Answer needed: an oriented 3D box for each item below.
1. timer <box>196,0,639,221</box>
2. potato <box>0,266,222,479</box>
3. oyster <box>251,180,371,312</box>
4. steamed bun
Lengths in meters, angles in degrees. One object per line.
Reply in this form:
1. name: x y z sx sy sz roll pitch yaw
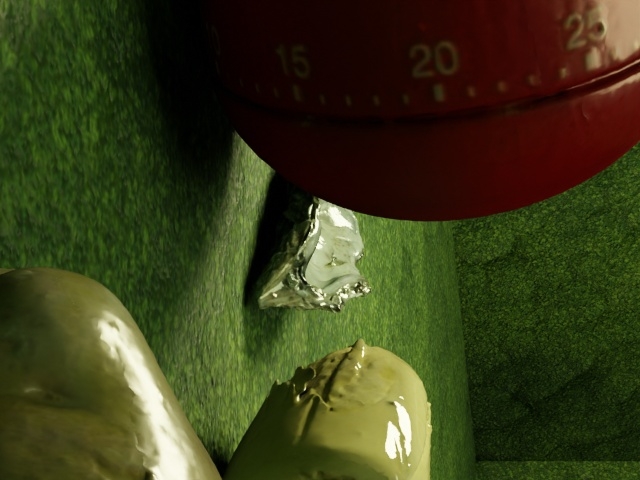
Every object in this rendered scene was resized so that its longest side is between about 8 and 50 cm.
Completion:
1. timer: 0.097 -0.180 0.861 0.378 0.378 0.279 -73 154 -58
2. potato: -0.099 0.121 0.407 0.178 0.160 0.235 -36 -117 57
3. oyster: 0.003 -0.001 1.105 0.199 0.087 0.252 59 22 -49
4. steamed bun: 0.002 0.222 0.874 0.232 0.166 0.273 -83 173 -62
